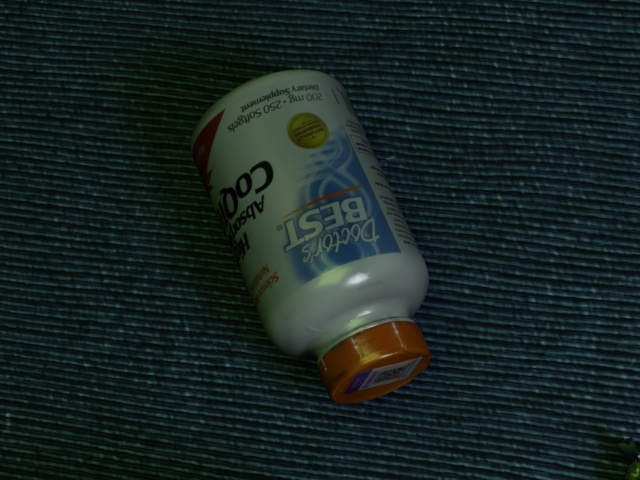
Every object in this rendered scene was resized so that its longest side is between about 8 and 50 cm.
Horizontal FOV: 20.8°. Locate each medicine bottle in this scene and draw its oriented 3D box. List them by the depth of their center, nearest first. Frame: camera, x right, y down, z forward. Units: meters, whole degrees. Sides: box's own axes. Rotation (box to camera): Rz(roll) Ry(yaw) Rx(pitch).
[{"bbox_3d":[0.000,0.000,1.572,0.157,0.157,0.288,-26,66,4],"label":"medicine bottle"}]

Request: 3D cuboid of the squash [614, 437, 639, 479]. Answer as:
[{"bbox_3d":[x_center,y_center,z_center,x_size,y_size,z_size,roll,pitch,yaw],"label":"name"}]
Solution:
[{"bbox_3d":[0.276,0.319,1.429,0.087,0.087,0.331,-8,68,12],"label":"squash"}]
